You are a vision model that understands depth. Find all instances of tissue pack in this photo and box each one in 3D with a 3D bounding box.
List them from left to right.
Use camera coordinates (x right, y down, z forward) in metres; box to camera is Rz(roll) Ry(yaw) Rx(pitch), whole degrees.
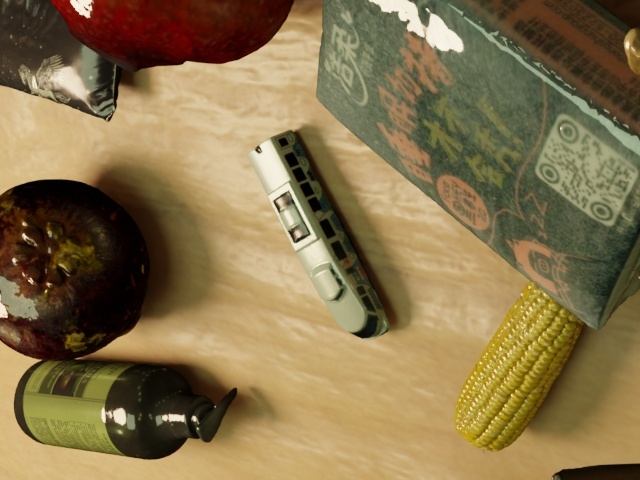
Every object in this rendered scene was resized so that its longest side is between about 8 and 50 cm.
[{"bbox_3d":[0.134,-0.103,1.075,0.316,0.103,0.228,41,152,20],"label":"tissue pack"}]

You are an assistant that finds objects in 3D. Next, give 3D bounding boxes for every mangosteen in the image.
[{"bbox_3d":[-0.274,0.039,1.510,0.192,0.192,0.217,52,165,11],"label":"mangosteen"}]

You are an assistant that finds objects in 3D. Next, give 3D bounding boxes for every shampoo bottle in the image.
[{"bbox_3d":[-0.209,0.182,1.552,0.284,0.101,0.101,0,109,42],"label":"shampoo bottle"}]

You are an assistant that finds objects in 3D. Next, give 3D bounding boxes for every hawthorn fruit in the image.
[{"bbox_3d":[-0.132,-0.277,1.185,0.210,0.230,0.266,5,110,33],"label":"hawthorn fruit"}]

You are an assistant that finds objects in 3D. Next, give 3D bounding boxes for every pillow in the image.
[{"bbox_3d":[-0.278,-0.205,1.469,0.208,0.055,0.141,21,115,34],"label":"pillow"}]

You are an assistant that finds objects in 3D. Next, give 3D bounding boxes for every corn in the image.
[{"bbox_3d":[0.168,0.101,1.205,0.067,0.067,0.206,39,129,22],"label":"corn"}]

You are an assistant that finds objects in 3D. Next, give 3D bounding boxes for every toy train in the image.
[{"bbox_3d":[0.000,0.000,1.323,0.043,0.047,0.207,-31,86,46],"label":"toy train"}]

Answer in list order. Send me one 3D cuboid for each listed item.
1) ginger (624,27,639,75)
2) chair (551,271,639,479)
[{"bbox_3d":[0.308,-0.059,0.845,0.270,0.123,0.219,31,106,-6],"label":"ginger"},{"bbox_3d":[0.317,0.132,0.971,0.188,0.272,0.166,29,100,42],"label":"chair"}]
